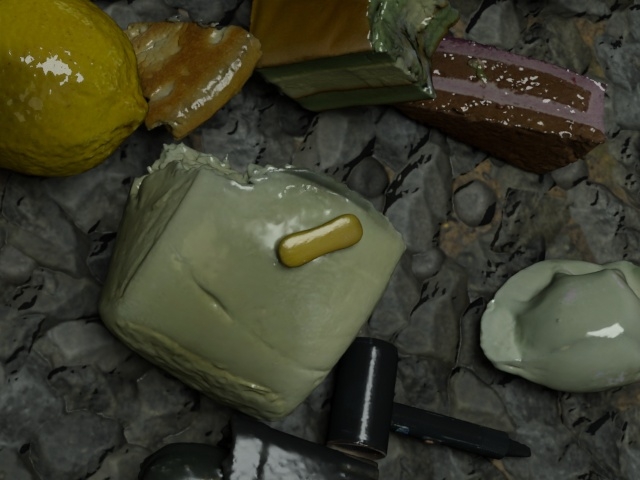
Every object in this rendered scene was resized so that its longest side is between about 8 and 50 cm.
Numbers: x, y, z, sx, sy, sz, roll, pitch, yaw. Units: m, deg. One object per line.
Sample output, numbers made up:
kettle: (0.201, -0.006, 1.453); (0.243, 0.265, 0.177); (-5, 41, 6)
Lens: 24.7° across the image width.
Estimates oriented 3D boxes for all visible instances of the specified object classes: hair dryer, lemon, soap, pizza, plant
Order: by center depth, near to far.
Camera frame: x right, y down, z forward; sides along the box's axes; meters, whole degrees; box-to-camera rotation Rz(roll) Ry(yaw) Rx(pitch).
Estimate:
soap: (0.000, 0.000, 1.418); (0.089, 0.012, 0.034); (-20, 102, -16)
plant: (-0.066, 0.272, 1.501); (0.256, 0.142, 0.164); (6, 70, -8)
lemon: (-0.302, -0.170, 1.526); (0.260, 0.204, 0.204); (24, 65, 10)
pizza: (-0.165, -0.187, 1.627); (0.154, 0.194, 0.069); (-50, 138, -10)
hair dryer: (0.128, 0.197, 1.655); (0.255, 0.070, 0.128); (16, 68, -23)

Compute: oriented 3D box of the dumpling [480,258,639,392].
dumpling: (0.308, 0.090, 1.728); (0.252, 0.131, 0.179); (-7, 54, -1)

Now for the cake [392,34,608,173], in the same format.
cake: (0.200, -0.171, 1.789); (0.295, 0.113, 0.116); (19, 62, -1)

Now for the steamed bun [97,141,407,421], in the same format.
steamed bun: (-0.071, 0.024, 1.518); (0.290, 0.272, 0.273); (22, 67, -8)

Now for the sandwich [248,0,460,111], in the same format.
sandwich: (0.047, -0.281, 1.665); (0.155, 0.198, 0.227); (32, 59, -55)
